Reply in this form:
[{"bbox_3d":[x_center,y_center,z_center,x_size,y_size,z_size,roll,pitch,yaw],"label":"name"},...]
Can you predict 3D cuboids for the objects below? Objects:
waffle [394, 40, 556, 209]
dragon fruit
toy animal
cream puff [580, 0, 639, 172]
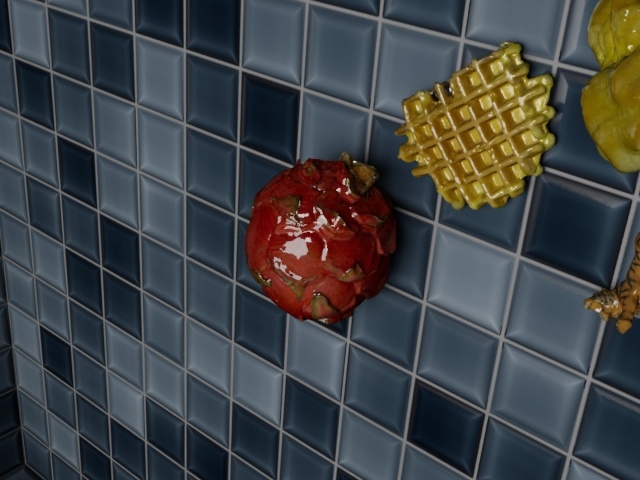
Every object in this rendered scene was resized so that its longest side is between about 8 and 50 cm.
[{"bbox_3d":[0.243,-0.185,1.429,0.283,0.065,0.309,31,126,28],"label":"waffle"},{"bbox_3d":[0.000,0.000,1.593,0.277,0.277,0.342,36,124,26],"label":"dragon fruit"},{"bbox_3d":[0.489,0.021,1.287,0.116,0.114,0.255,-105,23,-62],"label":"toy animal"},{"bbox_3d":[0.447,-0.234,1.026,0.291,0.325,0.257,-8,102,70],"label":"cream puff"}]
